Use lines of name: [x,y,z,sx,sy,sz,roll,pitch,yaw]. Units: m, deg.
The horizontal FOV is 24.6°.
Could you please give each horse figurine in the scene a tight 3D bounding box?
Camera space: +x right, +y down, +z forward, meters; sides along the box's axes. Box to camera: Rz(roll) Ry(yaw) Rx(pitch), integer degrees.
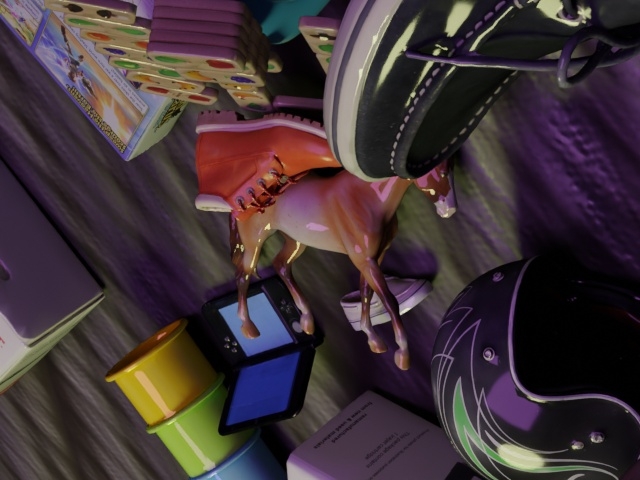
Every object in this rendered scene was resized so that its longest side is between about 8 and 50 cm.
horse figurine: [0.000,0.000,1.164,0.263,0.066,0.175,8,108,46]

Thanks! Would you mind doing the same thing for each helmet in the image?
helmet: [0.157,0.098,1.035,0.161,0.169,0.169,20,131,11]

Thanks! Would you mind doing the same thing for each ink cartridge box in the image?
ink cartridge box: [0.114,0.281,1.216,0.278,0.117,0.201,25,134,33]
ink cartridge box: [-0.366,0.057,1.500,0.197,0.114,0.273,52,139,0]

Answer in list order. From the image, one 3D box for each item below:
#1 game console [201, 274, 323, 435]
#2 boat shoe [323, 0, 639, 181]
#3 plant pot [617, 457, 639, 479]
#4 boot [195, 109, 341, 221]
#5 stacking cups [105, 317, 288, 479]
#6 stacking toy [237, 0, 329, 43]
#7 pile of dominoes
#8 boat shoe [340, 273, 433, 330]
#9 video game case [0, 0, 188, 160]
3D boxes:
game console: [-0.062,0.102,1.297,0.122,0.071,0.107,-21,103,47]
boat shoe: [0.160,-0.171,0.828,0.156,0.186,0.500,51,134,10]
plant pot: [0.295,0.317,0.983,0.323,0.323,0.280,36,150,16]
boot: [-0.035,-0.054,1.116,0.158,0.059,0.085,3,80,42]
stacking cups: [-0.075,0.226,1.390,0.096,0.096,0.316,-25,104,48]
stacking toy: [-0.093,-0.290,1.009,0.166,0.175,0.302,-51,60,18]
pile of dominoes: [-0.064,-0.108,1.006,0.196,0.251,0.040,6,81,11]
boat shoe: [0.050,0.044,1.185,0.035,0.035,0.100,54,145,-8]
video game case: [-0.188,-0.226,1.159,0.269,0.061,0.244,49,147,3]
